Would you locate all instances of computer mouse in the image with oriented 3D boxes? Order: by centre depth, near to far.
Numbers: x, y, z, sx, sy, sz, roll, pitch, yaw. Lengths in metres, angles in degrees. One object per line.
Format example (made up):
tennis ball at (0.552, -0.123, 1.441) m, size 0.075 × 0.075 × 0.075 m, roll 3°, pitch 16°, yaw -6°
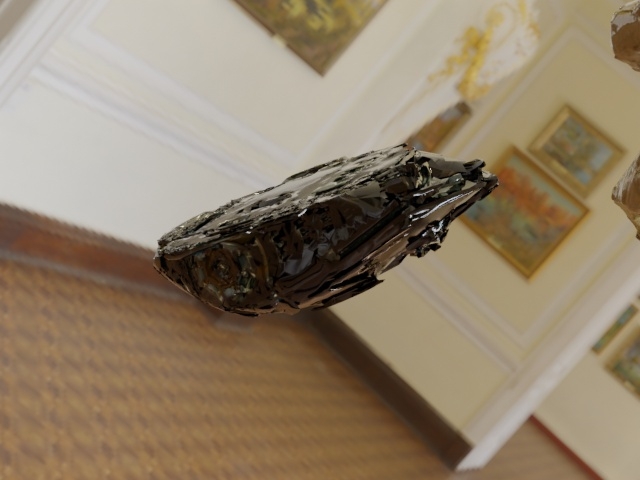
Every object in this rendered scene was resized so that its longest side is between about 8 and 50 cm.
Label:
computer mouse at (0.000, 0.000, 0.703) m, size 0.146 × 0.241 × 0.078 m, roll -41°, pitch 111°, yaw -54°

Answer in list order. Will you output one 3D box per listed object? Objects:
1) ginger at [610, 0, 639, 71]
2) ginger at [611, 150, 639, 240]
ginger at (0.167, -0.176, 0.587) m, size 0.149 × 0.065 × 0.259 m, roll 17°, pitch -24°, yaw 12°
ginger at (0.365, -0.090, 1.024) m, size 0.221 × 0.276 × 0.130 m, roll -4°, pitch 29°, yaw -36°
